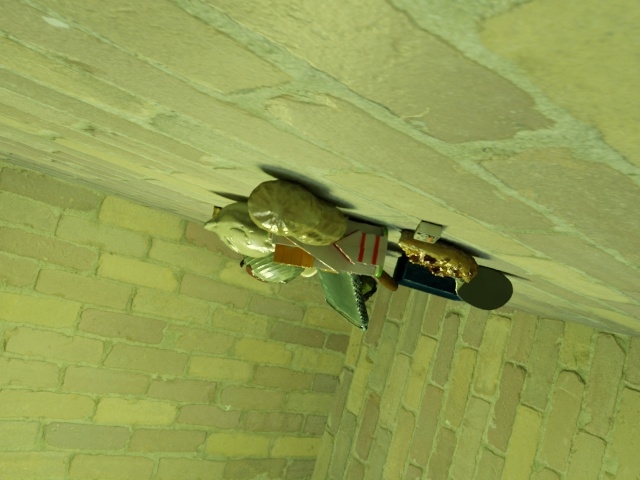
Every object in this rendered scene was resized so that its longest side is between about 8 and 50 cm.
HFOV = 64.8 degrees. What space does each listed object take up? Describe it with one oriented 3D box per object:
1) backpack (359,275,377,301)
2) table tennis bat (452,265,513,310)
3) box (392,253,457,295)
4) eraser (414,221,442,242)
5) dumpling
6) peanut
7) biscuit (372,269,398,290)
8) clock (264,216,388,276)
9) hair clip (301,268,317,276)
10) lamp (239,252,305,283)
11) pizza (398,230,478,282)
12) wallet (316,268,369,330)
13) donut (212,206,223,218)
[{"bbox_3d":[0.117,0.143,1.986,0.207,0.140,0.253,42,177,25],"label":"backpack"},{"bbox_3d":[0.485,0.134,1.618,0.274,0.154,0.021,27,-149,-5],"label":"table tennis bat"},{"bbox_3d":[0.409,0.132,1.802,0.261,0.116,0.279,18,175,1],"label":"box"},{"bbox_3d":[0.248,-0.018,1.173,0.052,0.029,0.122,15,175,8],"label":"eraser"},{"bbox_3d":[-0.205,-0.057,1.646,0.318,0.187,0.243,22,-144,13],"label":"dumpling"},{"bbox_3d":[-0.040,-0.057,1.145,0.136,0.120,0.298,18,179,34],"label":"peanut"},{"bbox_3d":[0.148,0.071,1.779,0.318,0.040,0.318,39,-177,-3],"label":"biscuit"},{"bbox_3d":[0.000,0.000,1.399,0.309,0.166,0.235,9,177,-15],"label":"clock"},{"bbox_3d":[-0.025,0.042,2.022,0.172,0.113,0.282,28,139,9],"label":"hair clip"},{"bbox_3d":[-0.154,0.047,1.824,0.265,0.233,0.233,-9,-175,-23],"label":"lamp"},{"bbox_3d":[0.318,0.049,1.374,0.305,0.085,0.161,20,174,-30],"label":"pizza"},{"bbox_3d":[0.074,0.148,1.781,0.237,0.075,0.342,37,152,43],"label":"wallet"},{"bbox_3d":[-0.383,-0.097,2.082,0.140,0.059,0.140,17,178,1],"label":"donut"}]
